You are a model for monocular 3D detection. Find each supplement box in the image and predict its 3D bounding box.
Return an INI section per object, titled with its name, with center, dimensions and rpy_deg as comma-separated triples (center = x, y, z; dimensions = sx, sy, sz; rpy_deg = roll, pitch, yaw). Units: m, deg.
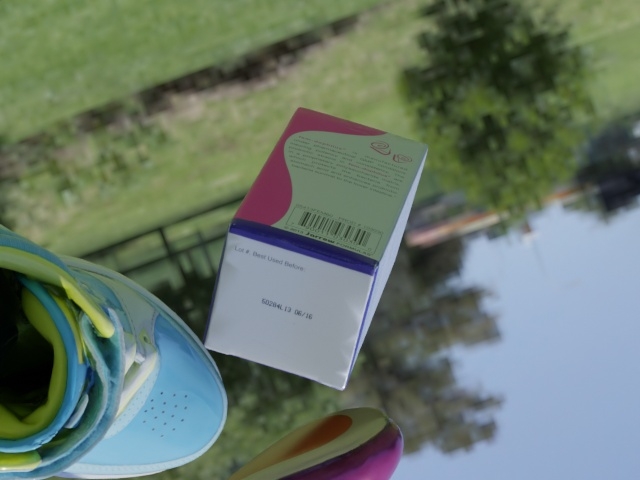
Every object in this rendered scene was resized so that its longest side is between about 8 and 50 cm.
[supplement box]
center = 0.000, 0.000, 1.421
dimensions = 0.111, 0.114, 0.220
rpy_deg = 17, -150, 6

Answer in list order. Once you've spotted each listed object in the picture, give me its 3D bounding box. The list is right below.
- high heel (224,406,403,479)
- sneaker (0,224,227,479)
[high heel]
center = -0.019, 0.237, 1.265
dimensions = 0.127, 0.181, 0.377
rpy_deg = -33, 177, -35
[sneaker]
center = -0.130, 0.071, 0.922
dimensions = 0.319, 0.127, 0.208
rpy_deg = 28, 179, -41
